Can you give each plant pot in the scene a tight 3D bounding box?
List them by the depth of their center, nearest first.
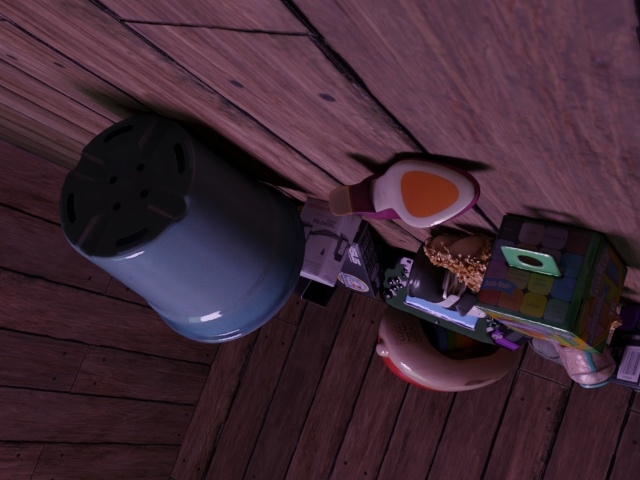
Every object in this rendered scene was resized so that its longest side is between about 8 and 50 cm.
[{"bbox_3d":[-0.246,-0.026,1.166,0.341,0.341,0.334,17,166,27],"label":"plant pot"},{"bbox_3d":[-0.033,0.051,1.836,0.167,0.188,0.187,32,180,25],"label":"plant pot"}]

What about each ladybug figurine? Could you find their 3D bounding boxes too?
[{"bbox_3d":[0.330,0.275,1.801,0.449,0.305,0.162,1,143,-28],"label":"ladybug figurine"}]

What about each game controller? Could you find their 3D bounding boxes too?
[{"bbox_3d":[0.295,0.132,1.572,0.319,0.067,0.167,20,135,15],"label":"game controller"}]

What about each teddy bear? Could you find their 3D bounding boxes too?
[{"bbox_3d":[0.326,0.079,1.110,0.338,0.113,0.245,24,176,-28],"label":"teddy bear"}]

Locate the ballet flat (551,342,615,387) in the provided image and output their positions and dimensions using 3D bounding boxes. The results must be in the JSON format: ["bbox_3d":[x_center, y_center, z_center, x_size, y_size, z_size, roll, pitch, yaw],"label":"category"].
[{"bbox_3d":[0.474,0.156,1.264,0.106,0.107,0.316,63,-171,-14],"label":"ballet flat"}]

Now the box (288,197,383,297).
[{"bbox_3d":[0.019,0.018,1.493,0.216,0.060,0.270,19,158,22],"label":"box"}]

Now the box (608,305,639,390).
[{"bbox_3d":[0.652,0.221,1.136,0.270,0.143,0.165,19,175,2],"label":"box"}]

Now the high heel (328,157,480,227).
[{"bbox_3d":[0.124,-0.057,0.822,0.117,0.082,0.244,-10,180,-35],"label":"high heel"}]

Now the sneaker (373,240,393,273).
[{"bbox_3d":[0.118,0.047,1.673,0.130,0.087,0.227,19,171,27],"label":"sneaker"}]

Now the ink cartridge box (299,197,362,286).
[{"bbox_3d":[0.000,0.000,1.301,0.109,0.151,0.063,15,169,40],"label":"ink cartridge box"}]

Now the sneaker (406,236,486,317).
[{"bbox_3d":[0.271,0.080,1.272,0.146,0.123,0.330,19,180,30],"label":"sneaker"}]

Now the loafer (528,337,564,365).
[{"bbox_3d":[0.707,0.319,2.040,0.111,0.112,0.319,11,174,8],"label":"loafer"}]

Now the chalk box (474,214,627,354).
[{"bbox_3d":[0.296,0.055,0.867,0.132,0.132,0.213,15,172,39],"label":"chalk box"}]

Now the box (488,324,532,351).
[{"bbox_3d":[0.469,0.189,1.498,0.116,0.162,0.029,28,-149,-51],"label":"box"}]
